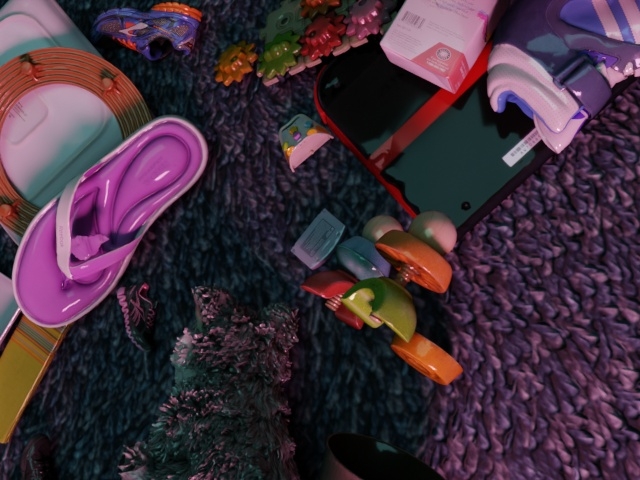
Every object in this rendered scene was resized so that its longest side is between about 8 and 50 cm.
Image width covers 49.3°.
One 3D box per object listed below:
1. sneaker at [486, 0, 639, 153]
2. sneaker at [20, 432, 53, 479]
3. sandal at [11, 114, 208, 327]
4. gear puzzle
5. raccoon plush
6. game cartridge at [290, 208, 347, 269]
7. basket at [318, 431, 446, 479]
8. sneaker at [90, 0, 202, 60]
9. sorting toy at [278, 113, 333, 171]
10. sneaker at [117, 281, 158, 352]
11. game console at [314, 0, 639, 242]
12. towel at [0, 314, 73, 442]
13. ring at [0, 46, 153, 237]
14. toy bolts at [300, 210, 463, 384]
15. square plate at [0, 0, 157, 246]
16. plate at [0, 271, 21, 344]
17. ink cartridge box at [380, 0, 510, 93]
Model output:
[{"bbox_3d":[0.368,-0.208,0.853,0.322,0.130,0.236,19,95,17],"label":"sneaker"},{"bbox_3d":[-0.437,0.400,1.104,0.089,0.051,0.170,13,87,24],"label":"sneaker"},{"bbox_3d":[-0.347,-0.035,1.104,0.169,0.102,0.416,38,93,-12],"label":"sandal"},{"bbox_3d":[-0.038,-0.339,1.091,0.338,0.044,0.176,-17,56,28],"label":"gear puzzle"},{"bbox_3d":[-0.058,0.234,0.871,0.446,0.216,0.299,14,83,46],"label":"raccoon plush"},{"bbox_3d":[0.000,0.000,1.042,0.056,0.017,0.083,42,95,28],"label":"game cartridge"},{"bbox_3d":[0.051,0.382,0.853,0.204,0.154,0.227,19,92,69],"label":"basket"},{"bbox_3d":[-0.312,-0.358,1.219,0.221,0.083,0.087,-1,85,25],"label":"sneaker"},{"bbox_3d":[-0.035,-0.163,1.087,0.083,0.045,0.075,-40,47,9],"label":"sorting toy"},{"bbox_3d":[-0.283,0.119,1.114,0.057,0.047,0.119,-24,71,3],"label":"sneaker"},{"bbox_3d":[0.210,-0.234,1.000,0.386,0.060,0.342,-44,71,8],"label":"game console"},{"bbox_3d":[-0.511,0.217,1.193,0.102,0.021,0.237,28,89,28],"label":"towel"},{"bbox_3d":[-0.440,-0.154,1.170,0.336,0.032,0.337,0,95,5],"label":"ring"},{"bbox_3d":[0.111,0.056,0.926,0.158,0.218,0.228,-53,32,-12],"label":"toy bolts"},{"bbox_3d":[-0.518,-0.221,1.218,0.344,0.049,0.347,-41,87,6],"label":"square plate"},{"bbox_3d":[-0.665,0.152,1.255,0.277,0.045,0.278,28,89,24],"label":"plate"},{"bbox_3d":[0.185,-0.319,0.956,0.115,0.067,0.198,33,93,21],"label":"ink cartridge box"}]
